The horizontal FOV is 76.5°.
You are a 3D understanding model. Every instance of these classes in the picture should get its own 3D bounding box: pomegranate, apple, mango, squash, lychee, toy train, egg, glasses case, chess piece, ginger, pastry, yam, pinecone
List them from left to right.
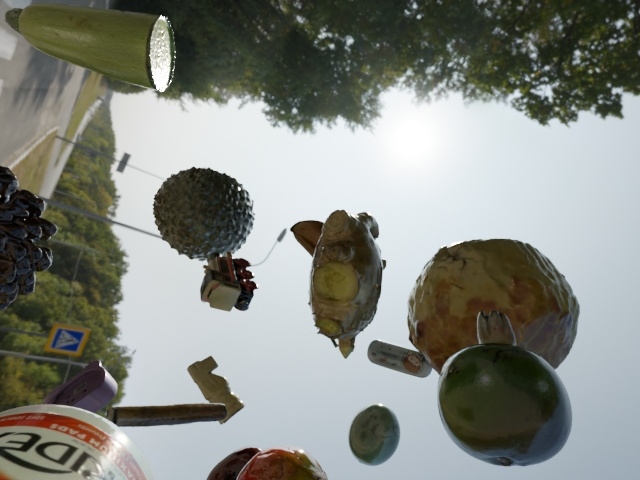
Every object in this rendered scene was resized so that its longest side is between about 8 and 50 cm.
[{"bbox_3d":[-0.881,-0.026,0.993,0.398,0.398,0.397,-30,-131,43],"label":"pinecone"},{"bbox_3d":[-0.306,-0.264,0.528,0.094,0.224,0.094,13,90,-89],"label":"squash"},{"bbox_3d":[-0.329,0.385,0.899,0.046,0.264,0.046,-21,-119,44],"label":"yam"},{"bbox_3d":[-0.294,-0.076,1.033,0.274,0.255,0.255,97,-3,-66],"label":"lychee"},{"bbox_3d":[-0.321,0.449,1.238,0.200,0.090,0.090,51,-59,12],"label":"chess piece"},{"bbox_3d":[-0.155,0.063,0.673,0.050,0.087,0.138,-61,-152,16],"label":"toy train"},{"bbox_3d":[-0.218,0.716,1.152,0.234,0.234,0.234,-30,-131,43],"label":"apple"},{"bbox_3d":[-0.071,0.535,0.830,0.235,0.210,0.210,-9,-115,40],"label":"pomegranate"},{"bbox_3d":[0.000,0.000,0.807,0.077,0.127,0.063,-51,175,-36],"label":"mango"},{"bbox_3d":[0.038,0.062,0.585,0.102,0.157,0.216,5,-90,20],"label":"ginger"},{"bbox_3d":[0.179,0.649,1.360,0.169,0.169,0.236,-120,-148,-50],"label":"egg"},{"bbox_3d":[0.215,0.320,1.107,0.178,0.045,0.067,11,-92,20],"label":"glasses case"},{"bbox_3d":[0.394,0.188,0.957,0.388,0.388,0.312,-39,-148,37],"label":"pastry"},{"bbox_3d":[0.251,0.203,0.578,0.180,0.180,0.209,-31,-137,43],"label":"pomegranate"}]

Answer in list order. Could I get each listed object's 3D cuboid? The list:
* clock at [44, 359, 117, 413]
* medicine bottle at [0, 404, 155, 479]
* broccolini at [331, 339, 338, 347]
[{"bbox_3d":[-0.526,0.341,0.890,0.153,0.050,0.110,-36,-146,-15],"label":"clock"},{"bbox_3d":[-0.289,0.303,0.339,0.241,0.252,0.252,-173,-77,-81],"label":"medicine bottle"},{"bbox_3d":[0.018,0.253,1.298,0.044,0.042,0.218,-66,-147,24],"label":"broccolini"}]
